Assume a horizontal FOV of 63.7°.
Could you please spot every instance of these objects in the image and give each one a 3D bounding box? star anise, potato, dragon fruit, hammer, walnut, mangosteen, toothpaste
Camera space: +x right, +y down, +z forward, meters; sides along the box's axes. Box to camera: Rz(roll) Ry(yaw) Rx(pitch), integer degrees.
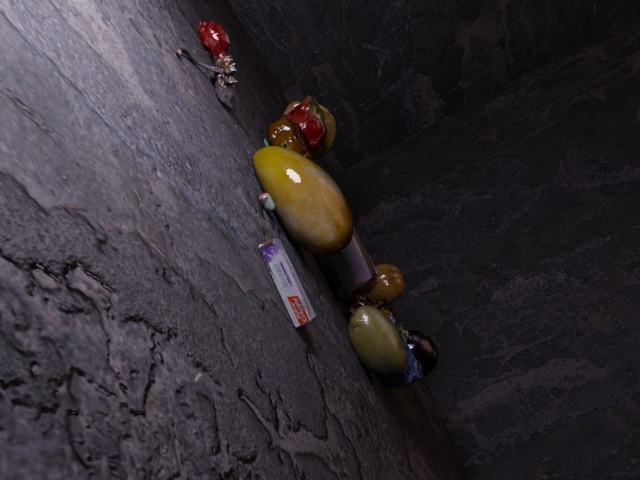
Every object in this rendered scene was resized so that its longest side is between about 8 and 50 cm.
[{"bbox_3d":[-0.324,-0.456,1.412,0.228,0.219,0.148,-1,93,-38],"label":"star anise"},{"bbox_3d":[0.172,0.305,1.587,0.251,0.159,0.174,54,-15,-4],"label":"potato"},{"bbox_3d":[-0.079,-0.494,2.213,0.233,0.234,0.292,-102,-159,-61],"label":"dragon fruit"},{"bbox_3d":[-0.144,-0.109,1.379,0.052,0.031,0.083,63,1,-23],"label":"hammer"},{"bbox_3d":[0.293,0.210,2.436,0.195,0.222,0.195,31,39,-30],"label":"walnut"},{"bbox_3d":[0.141,0.236,1.758,0.212,0.157,0.053,-63,171,-52],"label":"star anise"},{"bbox_3d":[0.136,0.118,1.983,0.159,0.159,0.206,50,14,-58],"label":"walnut"},{"bbox_3d":[0.376,0.477,2.114,0.216,0.216,0.216,61,8,-15],"label":"mangosteen"},{"bbox_3d":[-0.330,-0.621,1.672,0.094,0.094,0.190,-82,149,-76],"label":"dragon fruit"},{"bbox_3d":[-0.071,0.091,1.114,0.196,0.047,0.040,64,5,10],"label":"toothpaste"}]

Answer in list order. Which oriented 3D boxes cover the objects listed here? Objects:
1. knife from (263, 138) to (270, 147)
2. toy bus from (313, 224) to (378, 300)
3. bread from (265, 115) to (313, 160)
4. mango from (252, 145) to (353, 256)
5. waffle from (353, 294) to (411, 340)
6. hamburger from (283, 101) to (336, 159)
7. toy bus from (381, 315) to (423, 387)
[{"bbox_3d":[-0.165,-0.289,1.876,0.211,0.015,0.054,66,9,20],"label":"knife"},{"bbox_3d":[0.051,0.000,1.788,0.386,0.163,0.171,63,9,3],"label":"toy bus"},{"bbox_3d":[-0.111,-0.358,1.959,0.232,0.135,0.246,67,-2,-87],"label":"bread"},{"bbox_3d":[-0.047,-0.120,1.468,0.384,0.199,0.221,50,12,3],"label":"mango"},{"bbox_3d":[0.233,0.311,2.037,0.262,0.060,0.280,34,16,-11],"label":"waffle"},{"bbox_3d":[-0.067,-0.543,2.468,0.276,0.277,0.236,58,6,-34],"label":"hamburger"},{"bbox_3d":[0.248,0.408,1.792,0.292,0.126,0.133,61,31,-22],"label":"toy bus"}]
